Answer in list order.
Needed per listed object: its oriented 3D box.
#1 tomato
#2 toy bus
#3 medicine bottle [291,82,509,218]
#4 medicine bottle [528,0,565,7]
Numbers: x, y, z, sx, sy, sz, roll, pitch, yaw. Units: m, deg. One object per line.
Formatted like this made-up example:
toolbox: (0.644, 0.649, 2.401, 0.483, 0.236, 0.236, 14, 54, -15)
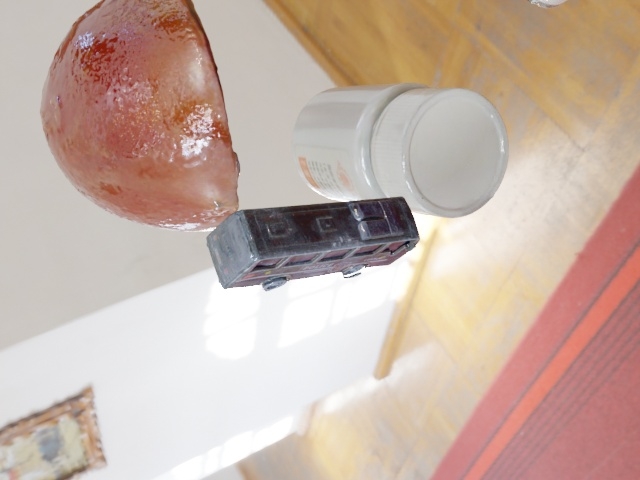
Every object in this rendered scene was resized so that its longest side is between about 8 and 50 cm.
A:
tomato: (-0.204, -0.124, 0.838, 0.309, 0.170, 0.308, 165, 90, -75)
toy bus: (0.000, 0.000, 0.580, 0.065, 0.166, 0.047, -39, 66, 47)
medicine bottle: (0.116, -0.153, 1.302, 0.371, 0.211, 0.210, 19, 125, 61)
medicine bottle: (0.342, -0.388, 0.930, 0.258, 0.144, 0.143, -29, 83, 56)
